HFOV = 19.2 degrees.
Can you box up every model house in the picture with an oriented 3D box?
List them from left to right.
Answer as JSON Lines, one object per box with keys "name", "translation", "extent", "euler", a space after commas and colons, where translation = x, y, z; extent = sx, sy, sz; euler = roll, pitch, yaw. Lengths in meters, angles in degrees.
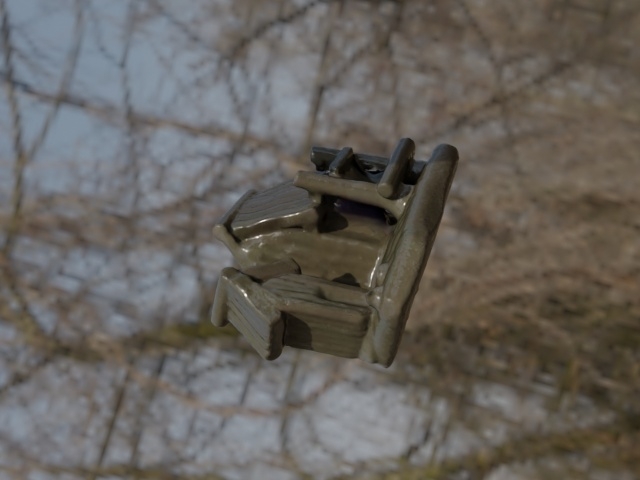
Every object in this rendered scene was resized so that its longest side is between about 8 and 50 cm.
{"name": "model house", "translation": [0.005, 0.007, 1.496], "extent": [0.229, 0.188, 0.122], "euler": [-67, -21, -56]}
